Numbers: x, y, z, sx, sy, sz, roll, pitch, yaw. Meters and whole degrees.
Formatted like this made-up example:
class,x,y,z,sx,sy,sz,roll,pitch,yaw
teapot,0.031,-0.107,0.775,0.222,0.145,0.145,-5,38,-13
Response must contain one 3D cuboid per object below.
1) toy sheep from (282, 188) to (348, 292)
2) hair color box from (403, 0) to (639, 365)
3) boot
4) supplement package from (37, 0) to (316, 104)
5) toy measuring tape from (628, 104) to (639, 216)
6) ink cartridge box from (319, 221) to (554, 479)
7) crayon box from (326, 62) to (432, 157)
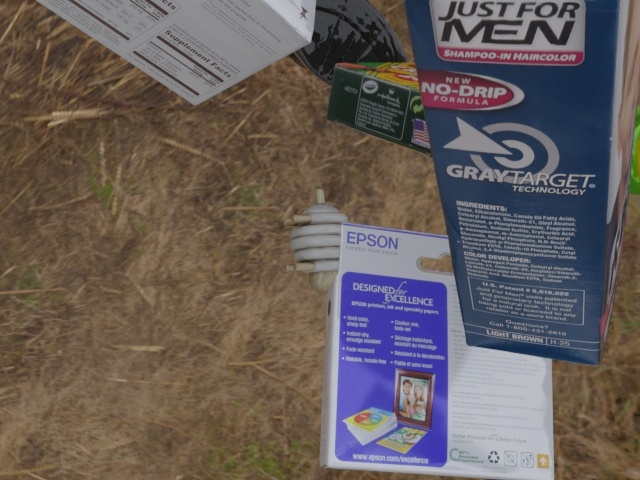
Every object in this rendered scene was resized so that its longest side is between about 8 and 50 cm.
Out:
class,x,y,z,sx,sy,sz,roll,pitch,yaw
toy sheep,0.000,0.000,1.088,0.091,0.091,0.132,0,88,-29
hair color box,0.145,-0.081,0.553,0.347,0.105,0.174,69,35,-51
boot,-0.050,-0.362,1.386,0.377,0.284,0.138,28,97,-17
supplement package,-0.136,-0.276,0.690,0.262,0.145,0.204,31,52,-41
toy measuring tape,0.428,-0.063,1.008,0.330,0.121,0.121,40,67,-22
ink cartridge box,0.104,0.099,0.755,0.206,0.045,0.208,8,74,-14
crayon box,0.191,-0.188,1.200,0.318,0.202,0.081,-11,118,-45
